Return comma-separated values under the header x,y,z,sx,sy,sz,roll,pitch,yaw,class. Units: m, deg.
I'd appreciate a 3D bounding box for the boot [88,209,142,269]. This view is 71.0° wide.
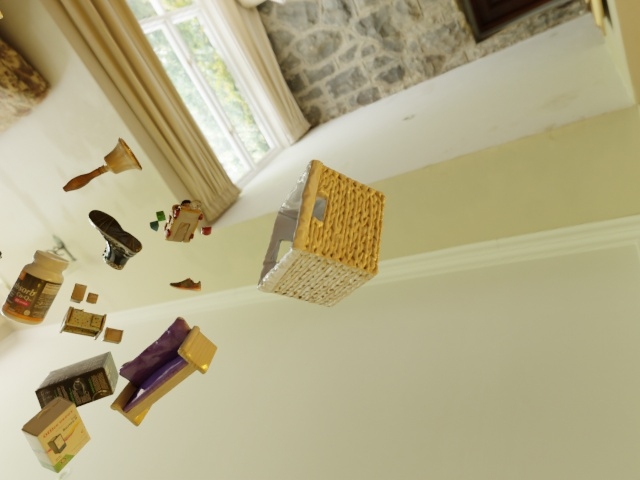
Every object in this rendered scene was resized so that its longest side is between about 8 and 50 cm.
x,y,z,sx,sy,sz,roll,pitch,yaw,class
-0.841,0.005,1.778,0.179,0.236,0.085,-40,-166,36,boot

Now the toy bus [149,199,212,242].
x,y,z,sx,sy,sz,roll,pitch,yaw,class
-0.500,-0.085,1.628,0.202,0.191,0.104,-24,-127,-2,toy bus

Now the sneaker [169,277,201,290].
x,y,z,sx,sy,sz,roll,pitch,yaw,class
-0.665,0.214,2.217,0.158,0.064,0.061,7,169,-6,sneaker

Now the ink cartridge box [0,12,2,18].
x,y,z,sx,sy,sz,roll,pitch,yaw,class
-0.690,-0.450,0.839,0.092,0.089,0.143,-12,-159,15,ink cartridge box

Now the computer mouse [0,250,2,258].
x,y,z,sx,sy,sz,roll,pitch,yaw,class
-1.234,-0.018,1.575,0.262,0.184,0.060,140,-37,-58,computer mouse

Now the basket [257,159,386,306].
x,y,z,sx,sy,sz,roll,pitch,yaw,class
0.000,0.000,1.384,0.331,0.267,0.328,-46,-153,53,basket

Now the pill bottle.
x,y,z,sx,sy,sz,roll,pitch,yaw,class
-1.156,0.189,1.828,0.162,0.162,0.278,15,-101,60,pill bottle

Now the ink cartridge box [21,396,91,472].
x,y,z,sx,sy,sz,roll,pitch,yaw,class
-0.948,0.699,1.617,0.093,0.212,0.154,9,-148,21,ink cartridge box

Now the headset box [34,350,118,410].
x,y,z,sx,sy,sz,roll,pitch,yaw,class
-1.036,0.611,1.911,0.283,0.131,0.246,-17,-172,-19,headset box

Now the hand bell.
x,y,z,sx,sy,sz,roll,pitch,yaw,class
-0.725,-0.224,1.464,0.242,0.126,0.126,-32,-157,-9,hand bell

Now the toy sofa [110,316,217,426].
x,y,z,sx,sy,sz,roll,pitch,yaw,class
-0.539,0.436,1.498,0.363,0.177,0.150,-39,-167,15,toy sofa

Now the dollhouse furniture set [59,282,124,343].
x,y,z,sx,sy,sz,roll,pitch,yaw,class
-0.714,0.227,1.449,0.101,0.182,0.160,-39,-139,42,dollhouse furniture set
